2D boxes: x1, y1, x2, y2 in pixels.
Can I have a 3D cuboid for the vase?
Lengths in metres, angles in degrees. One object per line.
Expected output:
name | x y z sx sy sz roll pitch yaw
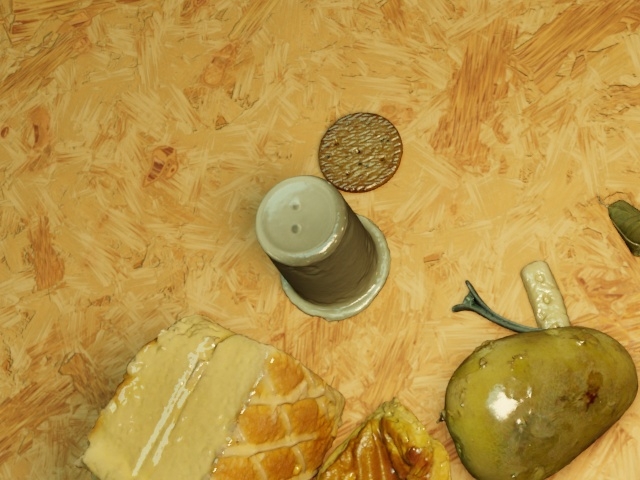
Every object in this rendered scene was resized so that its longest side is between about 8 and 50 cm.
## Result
vase | 0.000 0.000 1.985 0.244 0.291 0.245 -5 68 12

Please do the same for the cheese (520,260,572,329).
cheese | 0.440 0.129 1.952 0.064 0.043 0.194 -17 65 3

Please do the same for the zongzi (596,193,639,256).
zongzi | 0.591 -0.057 1.929 0.062 0.130 0.154 -25 65 -5

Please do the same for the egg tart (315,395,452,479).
egg tart | 0.113 0.476 1.814 0.339 0.153 0.351 -51 28 -7

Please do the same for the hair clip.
hair clip | 0.364 0.151 1.947 0.229 0.039 0.070 25 85 30

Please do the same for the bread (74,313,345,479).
bread | -0.179 0.363 1.854 0.279 0.390 0.371 22 78 32

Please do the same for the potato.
potato | 0.387 0.275 1.803 0.359 0.219 0.270 -33 110 -6

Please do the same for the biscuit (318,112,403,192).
biscuit | 0.085 -0.188 2.172 0.187 0.027 0.188 -5 71 14
